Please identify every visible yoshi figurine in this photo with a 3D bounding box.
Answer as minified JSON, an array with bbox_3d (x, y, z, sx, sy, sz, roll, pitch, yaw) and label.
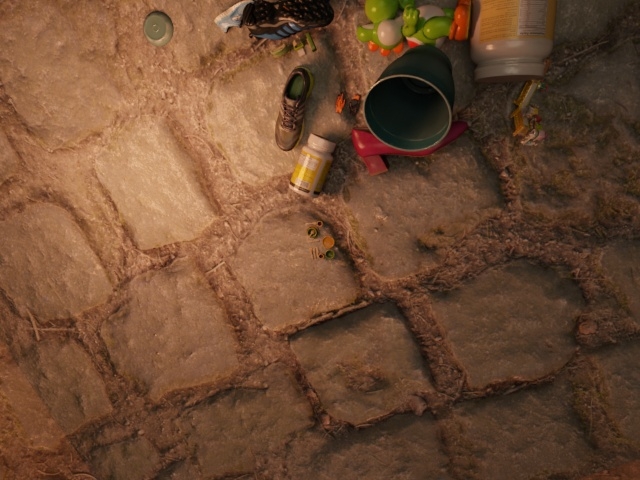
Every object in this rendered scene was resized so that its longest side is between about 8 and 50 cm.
[{"bbox_3d":[0.287,-0.722,1.411,0.361,0.203,0.203,3,83,20],"label":"yoshi figurine"}]

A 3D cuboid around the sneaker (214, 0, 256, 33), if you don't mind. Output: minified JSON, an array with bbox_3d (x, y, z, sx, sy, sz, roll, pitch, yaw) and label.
[{"bbox_3d":[-0.287,-0.784,1.557,0.162,0.063,0.073,-24,116,17],"label":"sneaker"}]

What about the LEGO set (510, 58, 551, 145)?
[{"bbox_3d":[0.712,-0.438,1.459,0.107,0.132,0.287,13,82,-12],"label":"LEGO set"}]

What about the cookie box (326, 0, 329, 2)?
[{"bbox_3d":[0.026,-0.838,1.462,0.040,0.107,0.092,35,107,-2],"label":"cookie box"}]

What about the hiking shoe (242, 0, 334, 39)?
[{"bbox_3d":[-0.104,-0.746,1.499,0.303,0.132,0.113,0,85,4],"label":"hiking shoe"}]

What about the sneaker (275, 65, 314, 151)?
[{"bbox_3d":[-0.105,-0.463,1.563,0.111,0.121,0.300,13,105,6],"label":"sneaker"}]

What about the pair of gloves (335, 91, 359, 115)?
[{"bbox_3d":[0.096,-0.486,1.586,0.083,0.010,0.074,12,103,3],"label":"pair of gloves"}]

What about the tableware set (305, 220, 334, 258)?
[{"bbox_3d":[0.000,0.000,1.709,0.103,0.024,0.154,-7,102,10],"label":"tableware set"}]

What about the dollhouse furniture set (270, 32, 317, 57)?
[{"bbox_3d":[-0.093,-0.654,1.540,0.151,0.076,0.059,-22,99,12],"label":"dollhouse furniture set"}]

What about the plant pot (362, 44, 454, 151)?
[{"bbox_3d":[0.301,-0.468,1.408,0.271,0.255,0.272,17,145,12],"label":"plant pot"}]

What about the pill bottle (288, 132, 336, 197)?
[{"bbox_3d":[-0.025,-0.268,1.600,0.119,0.119,0.209,23,106,2],"label":"pill bottle"}]

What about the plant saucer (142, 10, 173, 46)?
[{"bbox_3d":[-0.594,-0.769,1.616,0.119,0.021,0.120,2,103,8],"label":"plant saucer"}]

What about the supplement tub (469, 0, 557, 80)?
[{"bbox_3d":[0.581,-0.664,1.350,0.240,0.241,0.332,1,104,8],"label":"supplement tub"}]

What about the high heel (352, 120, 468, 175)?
[{"bbox_3d":[0.297,-0.368,1.517,0.377,0.127,0.181,-22,110,16],"label":"high heel"}]
